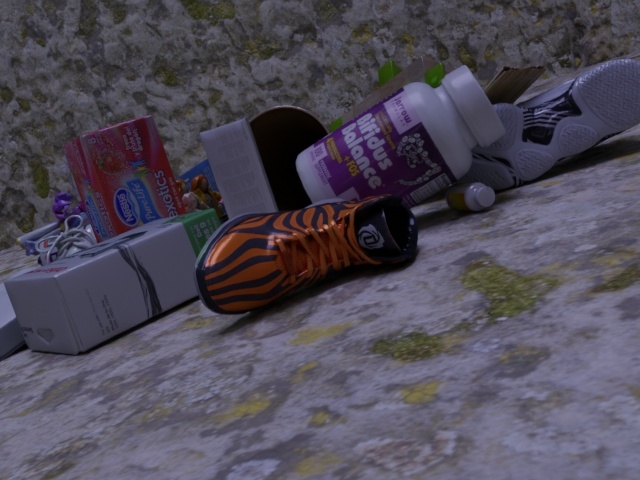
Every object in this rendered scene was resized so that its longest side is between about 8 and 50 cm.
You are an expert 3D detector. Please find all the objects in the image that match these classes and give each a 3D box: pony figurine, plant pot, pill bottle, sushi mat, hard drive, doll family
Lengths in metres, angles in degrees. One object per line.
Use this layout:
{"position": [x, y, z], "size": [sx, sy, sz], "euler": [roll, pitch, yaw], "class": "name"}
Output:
{"position": [-0.679, -0.064, 2.366], "size": [0.363, 0.303, 0.351], "euler": [-33, 1, 1], "class": "pony figurine"}
{"position": [-0.039, -0.160, 1.826], "size": [0.237, 0.237, 0.254], "euler": [-15, -6, 18], "class": "plant pot"}
{"position": [0.228, -0.066, 1.243], "size": [0.043, 0.043, 0.083], "euler": [-21, 10, -19], "class": "pill bottle"}
{"position": [0.255, -0.189, 1.438], "size": [0.151, 0.019, 0.316], "euler": [-12, -30, -49], "class": "sushi mat"}
{"position": [-0.548, 0.122, 1.470], "size": [0.233, 0.047, 0.353], "euler": [-41, 20, -32], "class": "hard drive"}
{"position": [0.126, -0.139, 1.278], "size": [0.301, 0.169, 0.169], "euler": [-32, 7, 12], "class": "pill bottle"}
{"position": [-0.605, 0.020, 2.099], "size": [0.193, 0.108, 0.108], "euler": [-16, 10, 7], "class": "pill bottle"}
{"position": [-0.253, -0.056, 1.711], "size": [0.118, 0.163, 0.263], "euler": [-14, 11, 25], "class": "doll family"}

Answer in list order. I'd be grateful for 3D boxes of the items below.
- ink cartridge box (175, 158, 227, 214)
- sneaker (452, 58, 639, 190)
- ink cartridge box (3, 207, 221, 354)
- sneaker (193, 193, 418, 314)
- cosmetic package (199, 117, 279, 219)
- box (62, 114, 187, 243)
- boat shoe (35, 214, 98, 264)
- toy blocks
{"position": [-0.175, -0.173, 2.077], "size": [0.395, 0.151, 0.270], "euler": [-23, 5, 38], "class": "ink cartridge box"}
{"position": [0.377, -0.184, 1.402], "size": [0.365, 0.137, 0.210], "euler": [-23, -2, 12], "class": "sneaker"}
{"position": [-0.310, 0.060, 1.284], "size": [0.289, 0.122, 0.211], "euler": [-27, 12, -39], "class": "ink cartridge box"}
{"position": [0.000, 0.000, 1.051], "size": [0.321, 0.125, 0.180], "euler": [-26, 12, -41], "class": "sneaker"}
{"position": [-0.155, -0.118, 1.653], "size": [0.098, 0.239, 0.060], "euler": [-17, 9, 6], "class": "cosmetic package"}
{"position": [-0.355, -0.067, 1.552], "size": [0.142, 0.300, 0.154], "euler": [-23, 11, -29], "class": "box"}
{"position": [-0.525, 0.027, 1.766], "size": [0.135, 0.157, 0.367], "euler": [-19, 9, -3], "class": "boat shoe"}
{"position": [0.240, -0.277, 1.901], "size": [0.260, 0.191, 0.381], "euler": [12, -27, -34], "class": "toy blocks"}
